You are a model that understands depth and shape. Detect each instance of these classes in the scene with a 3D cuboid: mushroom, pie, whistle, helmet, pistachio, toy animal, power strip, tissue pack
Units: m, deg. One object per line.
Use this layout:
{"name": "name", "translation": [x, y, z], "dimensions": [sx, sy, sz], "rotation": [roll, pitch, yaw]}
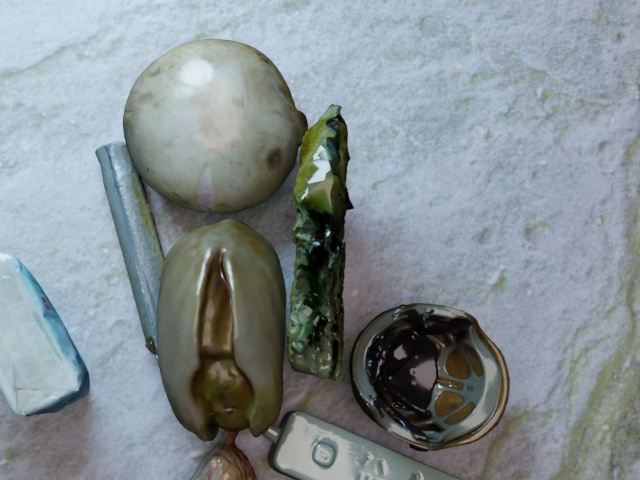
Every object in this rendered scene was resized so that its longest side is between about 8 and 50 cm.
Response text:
{"name": "mushroom", "translation": [-0.141, -0.153, 1.006], "dimensions": [0.255, 0.184, 0.255], "rotation": [3, 78, -13]}
{"name": "pie", "translation": [0.000, 0.000, 0.937], "dimensions": [0.078, 0.371, 0.296], "rotation": [2, 45, -1]}
{"name": "whistle", "translation": [-0.248, 0.021, 1.014], "dimensions": [0.057, 0.068, 0.326], "rotation": [-19, 82, 18]}
{"name": "helmet", "translation": [0.137, 0.185, 1.017], "dimensions": [0.224, 0.130, 0.198], "rotation": [22, 80, -15]}
{"name": "pistachio", "translation": [-0.128, 0.114, 0.955], "dimensions": [0.166, 0.197, 0.288], "rotation": [0, 87, 1]}
{"name": "toy animal", "translation": [-0.082, 0.345, 0.965], "dimensions": [0.185, 0.104, 0.184], "rotation": [31, 67, 2]}
{"name": "power strip", "translation": [0.096, 0.339, 1.014], "dimensions": [0.385, 0.062, 0.091], "rotation": [25, 73, -5]}
{"name": "tissue pack", "translation": [-0.349, 0.119, 0.873], "dimensions": [0.089, 0.263, 0.177], "rotation": [-28, 86, -17]}
